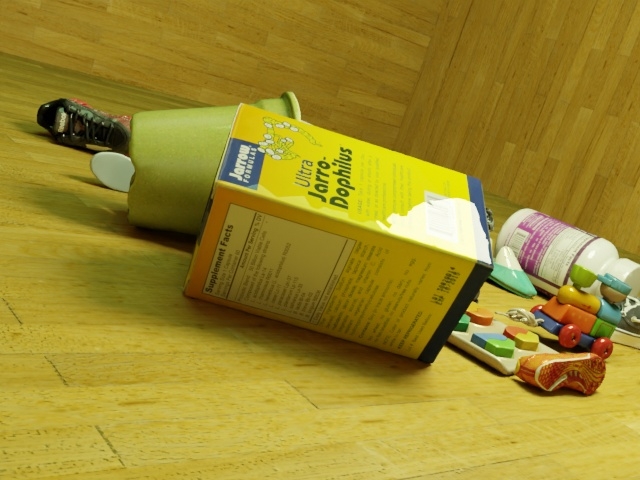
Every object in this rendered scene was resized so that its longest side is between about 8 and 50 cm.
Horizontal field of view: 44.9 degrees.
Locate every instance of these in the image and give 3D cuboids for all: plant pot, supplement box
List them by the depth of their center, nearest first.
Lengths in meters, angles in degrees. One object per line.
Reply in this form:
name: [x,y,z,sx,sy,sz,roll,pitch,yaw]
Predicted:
supplement box: [0.023,-0.008,1.041,0.357,0.194,0.195,17,39,-9]
plant pot: [-0.178,-0.107,1.242,0.254,0.276,0.276,1,17,-14]

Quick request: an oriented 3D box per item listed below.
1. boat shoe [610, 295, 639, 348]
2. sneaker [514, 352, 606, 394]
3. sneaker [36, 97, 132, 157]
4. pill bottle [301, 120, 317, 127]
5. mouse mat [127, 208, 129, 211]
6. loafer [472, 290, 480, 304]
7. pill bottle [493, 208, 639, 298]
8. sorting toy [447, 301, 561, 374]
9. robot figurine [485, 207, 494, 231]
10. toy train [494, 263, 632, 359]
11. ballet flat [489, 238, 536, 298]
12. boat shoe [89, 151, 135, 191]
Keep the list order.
boat shoe: [0.624,0.155,1.554,0.301,0.102,0.108,18,13,-2]
sneaker: [0.357,0.187,1.139,0.175,0.064,0.067,13,4,-35]
sneaker: [-0.487,-0.236,1.643,0.276,0.097,0.135,21,12,21]
pill bottle: [-0.088,-0.149,1.584,0.118,0.208,0.117,18,12,-4]
mouse mat: [-0.235,-0.038,1.371,0.190,0.007,0.152,17,13,-4]
loafer: [0.173,0.056,1.346,0.303,0.095,0.109,10,13,-33]
pill bottle: [0.554,0.054,1.734,0.301,0.169,0.169,30,17,39]
sorting toy: [0.262,0.145,1.227,0.193,0.038,0.208,29,16,38]
robot figurine: [0.251,-0.026,1.697,0.211,0.085,0.291,-22,24,-15]
toy train: [0.427,0.102,1.342,0.248,0.143,0.105,22,9,-29]
ballet flat: [0.375,0.041,1.717,0.247,0.087,0.083,27,12,31]
boat shoe: [-0.351,-0.124,1.455,0.183,0.065,0.083,19,9,-32]
